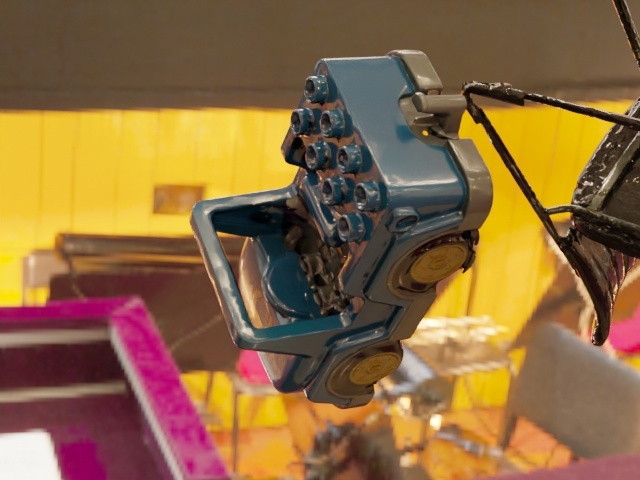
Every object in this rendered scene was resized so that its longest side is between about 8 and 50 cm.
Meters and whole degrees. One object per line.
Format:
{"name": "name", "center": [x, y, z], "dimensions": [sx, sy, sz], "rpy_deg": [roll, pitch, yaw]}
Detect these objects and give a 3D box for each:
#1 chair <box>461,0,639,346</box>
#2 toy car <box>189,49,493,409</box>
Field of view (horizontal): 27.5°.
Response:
{"name": "chair", "center": [0.189, -0.036, 0.667], "dimensions": [0.145, 0.221, 0.140], "rpy_deg": [20, 61, 38]}
{"name": "toy car", "center": [0.000, 0.000, 0.613], "dimensions": [0.100, 0.191, 0.097], "rpy_deg": [-5, 53, -26]}
